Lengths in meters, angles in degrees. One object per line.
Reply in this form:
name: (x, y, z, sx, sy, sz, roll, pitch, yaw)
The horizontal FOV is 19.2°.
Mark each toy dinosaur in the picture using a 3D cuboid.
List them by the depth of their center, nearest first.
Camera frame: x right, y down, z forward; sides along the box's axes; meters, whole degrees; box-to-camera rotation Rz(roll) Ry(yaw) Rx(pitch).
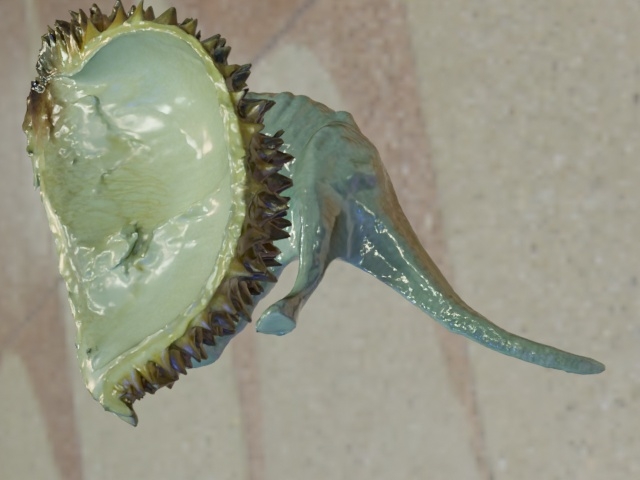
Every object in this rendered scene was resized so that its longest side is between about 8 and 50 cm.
toy dinosaur: (0.000, 0.000, 1.230, 0.092, 0.393, 0.205, 80, -148, -54)

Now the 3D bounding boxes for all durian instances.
durian: (-0.081, -0.034, 0.978, 0.144, 0.139, 0.252, 94, 158, -69)
